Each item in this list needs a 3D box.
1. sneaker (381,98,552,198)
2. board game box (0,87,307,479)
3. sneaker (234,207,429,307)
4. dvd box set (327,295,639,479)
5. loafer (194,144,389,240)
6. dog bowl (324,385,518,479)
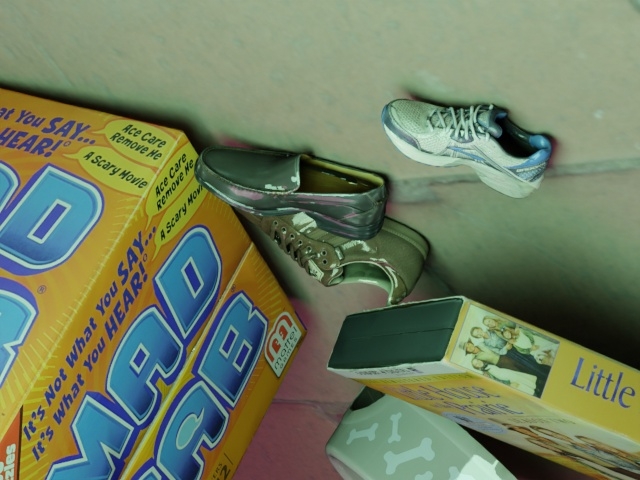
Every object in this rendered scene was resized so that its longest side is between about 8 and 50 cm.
[{"bbox_3d":[0.113,-0.083,1.186,0.135,0.052,0.058,19,146,-8],"label":"sneaker"},{"bbox_3d":[-0.288,0.104,1.485,0.356,0.357,0.356,15,154,28],"label":"board game box"},{"bbox_3d":[0.000,0.000,1.404,0.188,0.071,0.066,19,155,9],"label":"sneaker"},{"bbox_3d":[0.242,0.160,1.376,0.420,0.062,0.307,23,168,-14],"label":"dvd box set"},{"bbox_3d":[-0.023,-0.054,1.341,0.170,0.062,0.061,13,141,-3],"label":"loafer"},{"bbox_3d":[0.144,0.292,1.654,0.349,0.102,0.349,44,170,10],"label":"dog bowl"}]
